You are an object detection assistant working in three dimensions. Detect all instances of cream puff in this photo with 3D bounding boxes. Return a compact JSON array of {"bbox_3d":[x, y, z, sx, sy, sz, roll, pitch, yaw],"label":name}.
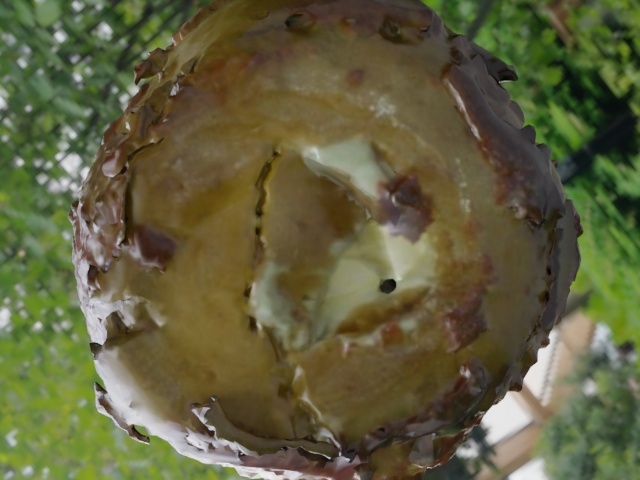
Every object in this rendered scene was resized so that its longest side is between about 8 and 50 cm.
[{"bbox_3d":[0.005,0.001,0.871,0.350,0.350,0.228,52,175,0],"label":"cream puff"}]
